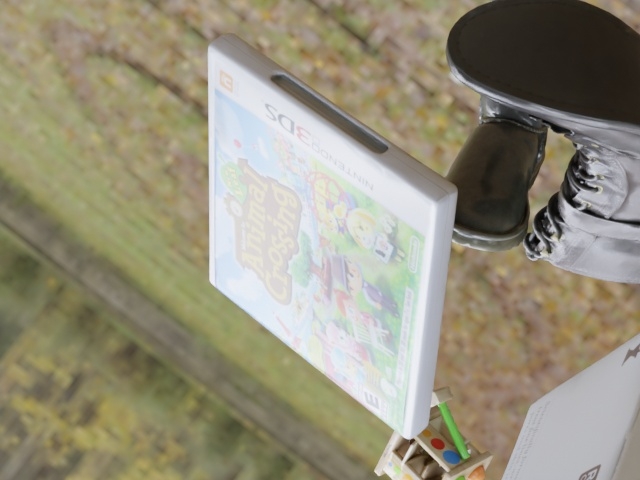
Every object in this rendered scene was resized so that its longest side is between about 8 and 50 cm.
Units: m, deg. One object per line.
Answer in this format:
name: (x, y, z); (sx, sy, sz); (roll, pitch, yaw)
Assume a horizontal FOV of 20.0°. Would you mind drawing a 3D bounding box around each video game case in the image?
video game case: (0.000, 0.000, 1.133); (0.193, 0.023, 0.212); (37, 144, 29)

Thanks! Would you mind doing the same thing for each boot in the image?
boot: (0.134, -0.118, 1.227); (0.076, 0.208, 0.190); (16, -148, 4)
boot: (0.184, -0.047, 1.220); (0.263, 0.091, 0.229); (14, 148, -7)

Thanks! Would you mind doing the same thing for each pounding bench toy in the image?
pounding bench toy: (0.091, 0.157, 1.338); (0.065, 0.052, 0.083); (43, 131, 26)

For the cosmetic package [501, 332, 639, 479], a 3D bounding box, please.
cosmetic package: (0.211, 0.174, 1.067); (0.183, 0.151, 0.151); (35, 141, -8)
